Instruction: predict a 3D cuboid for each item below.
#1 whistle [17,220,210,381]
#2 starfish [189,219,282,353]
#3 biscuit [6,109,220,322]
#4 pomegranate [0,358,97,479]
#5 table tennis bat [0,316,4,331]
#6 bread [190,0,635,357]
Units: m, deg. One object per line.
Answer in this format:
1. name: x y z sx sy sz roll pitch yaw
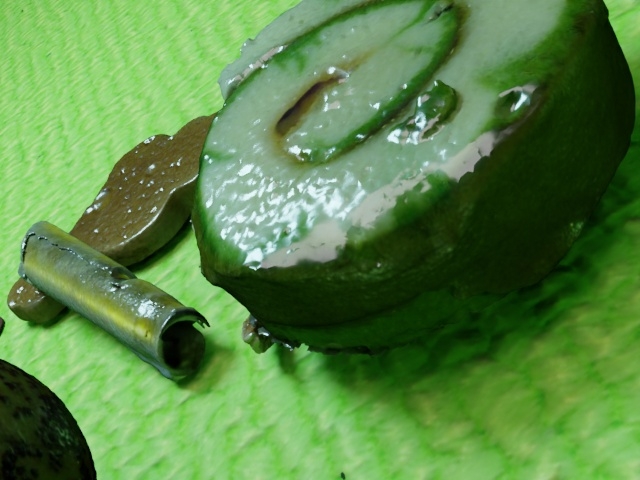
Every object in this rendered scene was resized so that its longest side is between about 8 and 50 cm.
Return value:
1. whistle: -0.210 0.048 1.103 0.326 0.057 0.068 23 82 50
2. starfish: 0.000 0.000 0.977 0.235 0.062 0.277 -49 33 -20
3. biscuit: -0.209 -0.026 1.258 0.320 0.047 0.183 -45 30 -7
4. pomegranate: -0.255 0.233 0.784 0.285 0.285 0.341 -43 63 -6
5. table tennis bat: -0.377 0.115 1.292 0.050 0.007 0.083 -23 31 24
6. bread: 0.046 -0.088 0.892 0.366 0.129 0.382 -48 35 -17
